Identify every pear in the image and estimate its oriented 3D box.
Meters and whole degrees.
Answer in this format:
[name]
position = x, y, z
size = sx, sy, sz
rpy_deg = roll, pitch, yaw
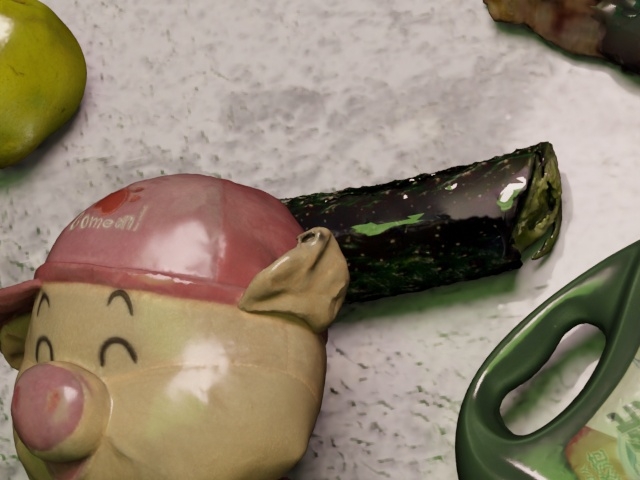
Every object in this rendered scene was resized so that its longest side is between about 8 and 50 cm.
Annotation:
[pear]
position = -0.175, -0.087, 1.005
size = 0.092, 0.092, 0.097
rpy_deg = 27, 103, 21

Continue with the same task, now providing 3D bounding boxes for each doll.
[doll]
position = -0.075, 0.098, 0.869
size = 0.196, 0.152, 0.256
rpy_deg = -3, 88, 15

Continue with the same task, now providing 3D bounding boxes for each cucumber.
[cucumber]
position = 0.001, 0.003, 0.947
size = 0.245, 0.067, 0.067
rpy_deg = -11, 72, 15

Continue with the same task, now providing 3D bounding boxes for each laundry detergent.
[laundry detergent]
position = 0.128, 0.098, 0.876
size = 0.221, 0.078, 0.144
rpy_deg = -35, 72, 6

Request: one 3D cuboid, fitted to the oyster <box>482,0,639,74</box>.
[oyster]
position = 0.172, -0.264, 0.913
size = 0.221, 0.096, 0.361
rpy_deg = 30, 106, 8
